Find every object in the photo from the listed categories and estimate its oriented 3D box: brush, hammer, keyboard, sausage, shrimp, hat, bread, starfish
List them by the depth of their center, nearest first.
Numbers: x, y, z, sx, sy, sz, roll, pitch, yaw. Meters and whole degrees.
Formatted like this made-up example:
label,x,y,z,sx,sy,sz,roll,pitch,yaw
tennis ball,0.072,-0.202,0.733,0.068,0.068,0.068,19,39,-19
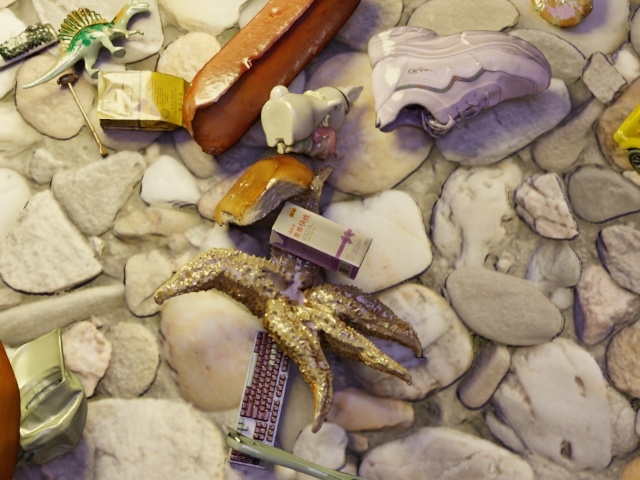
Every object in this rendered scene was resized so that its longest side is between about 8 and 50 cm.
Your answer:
label,x,y,z,sx,sy,sz,roll,pitch,yaw
brush,0.021,0.300,1.463,0.296,0.068,0.060,20,92,-1
hat,-0.330,0.188,1.468,0.122,0.081,0.166,-27,55,27
keyboard,-0.069,0.193,1.510,0.055,0.017,0.166,13,72,-2
starfish,0.003,0.083,1.516,0.293,0.084,0.301,44,56,15
bread,-0.074,-0.064,1.532,0.126,0.129,0.044,-40,112,-17
hammer,-0.305,-0.163,1.603,0.029,0.014,0.123,-25,79,-16
brush,-0.429,-0.233,1.605,0.190,0.027,0.034,-29,77,-13
sausage,-0.064,-0.247,1.609,0.102,0.102,0.330,39,72,7
shrimp,0.337,-0.381,1.716,0.091,0.043,0.184,8,73,1

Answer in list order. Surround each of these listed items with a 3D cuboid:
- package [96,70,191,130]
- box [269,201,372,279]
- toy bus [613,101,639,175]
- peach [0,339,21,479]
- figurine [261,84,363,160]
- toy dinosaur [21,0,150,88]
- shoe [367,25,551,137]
label,x,y,z,sx,sy,sz,roll,pitch,yaw
package,-0.221,-0.179,1.597,0.131,0.047,0.071,4,71,-4
box,0.000,0.000,1.498,0.117,0.036,0.051,25,57,6
toy bus,0.556,-0.094,1.591,0.330,0.152,0.144,38,72,7
peach,-0.479,0.199,1.322,0.301,0.342,0.343,8,65,-49
figurine,-0.008,-0.153,1.602,0.146,0.098,0.081,-11,28,-44
toy dinosaur,-0.307,-0.262,1.617,0.187,0.044,0.106,-19,62,-3
shoe,0.179,-0.199,1.622,0.244,0.095,0.138,6,76,0
